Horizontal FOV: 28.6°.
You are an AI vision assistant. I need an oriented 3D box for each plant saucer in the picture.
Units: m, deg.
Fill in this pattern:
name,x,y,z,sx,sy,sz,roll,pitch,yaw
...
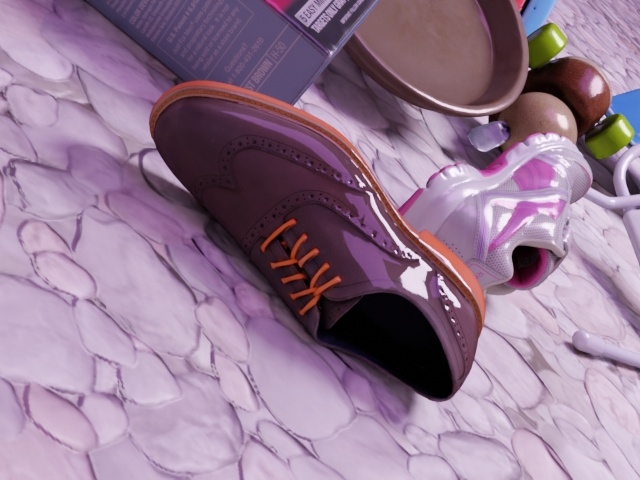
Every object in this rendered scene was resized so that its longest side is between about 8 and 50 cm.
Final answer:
name,x,y,z,sx,sy,sz,roll,pitch,yaw
plant saucer,0.095,-0.238,1.251,0.278,0.041,0.278,20,53,-29

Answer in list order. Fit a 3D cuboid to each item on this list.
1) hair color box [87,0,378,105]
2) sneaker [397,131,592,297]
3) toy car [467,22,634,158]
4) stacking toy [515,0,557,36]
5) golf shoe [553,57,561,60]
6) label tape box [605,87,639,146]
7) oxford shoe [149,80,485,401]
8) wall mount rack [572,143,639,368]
name,x,y,z,sx,sy,sz,roll,pitch,yaw
hair color box,-0.129,-0.272,0.998,0.374,0.113,0.185,39,41,-4
sneaker,0.161,-0.011,1.059,0.252,0.103,0.111,-22,72,-46
toy car,0.221,-0.111,1.340,0.155,0.149,0.188,51,47,-10
stacking toy,0.184,-0.397,1.755,0.301,0.175,0.166,25,24,-3
golf shoe,0.335,-0.196,1.707,0.086,0.069,0.176,55,27,16
label tape box,0.481,-0.109,1.611,0.348,0.115,0.249,48,13,-13
oxford shoe,0.000,0.000,0.809,0.271,0.097,0.098,36,29,-11
wall mount rack,0.344,0.017,1.220,0.304,0.130,0.350,-7,58,-10
